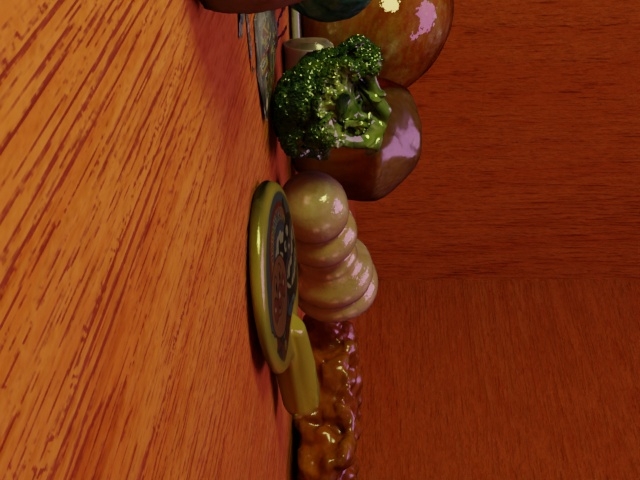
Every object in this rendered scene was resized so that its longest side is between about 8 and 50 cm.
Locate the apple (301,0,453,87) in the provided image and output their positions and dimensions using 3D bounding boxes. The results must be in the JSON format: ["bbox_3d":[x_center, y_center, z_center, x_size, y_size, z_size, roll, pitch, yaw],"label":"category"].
[{"bbox_3d":[0.095,-0.389,1.697,0.309,0.277,0.250,-33,140,-55],"label":"apple"}]

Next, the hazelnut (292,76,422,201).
[{"bbox_3d":[0.063,-0.157,1.531,0.210,0.186,0.210,-50,-158,29],"label":"hazelnut"}]

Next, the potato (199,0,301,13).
[{"bbox_3d":[0.016,-0.317,0.746,0.211,0.264,0.190,94,-12,-69],"label":"potato"}]

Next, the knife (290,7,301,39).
[{"bbox_3d":[-0.036,-0.391,1.503,0.061,0.027,0.343,-90,179,-73],"label":"knife"}]

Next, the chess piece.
[{"bbox_3d":[0.000,0.000,1.403,0.261,0.142,0.143,71,18,-53],"label":"chess piece"}]

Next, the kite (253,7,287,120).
[{"bbox_3d":[-0.062,-0.263,1.237,0.245,0.015,0.141,-83,173,-55],"label":"kite"}]

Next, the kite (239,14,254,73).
[{"bbox_3d":[-0.081,-0.259,1.055,0.153,0.005,0.137,86,6,-45],"label":"kite"}]

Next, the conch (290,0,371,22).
[{"bbox_3d":[-0.010,-0.358,1.189,0.134,0.196,0.202,-66,152,-8],"label":"conch"}]

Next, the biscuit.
[{"bbox_3d":[0.017,0.304,1.601,0.318,0.110,0.312,82,8,-61],"label":"biscuit"}]

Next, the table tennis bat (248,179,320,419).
[{"bbox_3d":[-0.045,0.095,1.194,0.224,0.054,0.369,-84,168,-50],"label":"table tennis bat"}]

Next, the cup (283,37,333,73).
[{"bbox_3d":[-0.025,-0.252,1.442,0.104,0.074,0.116,-135,-139,-54],"label":"cup"}]

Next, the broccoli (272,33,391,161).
[{"bbox_3d":[0.015,-0.185,1.263,0.195,0.156,0.196,-163,-90,-87],"label":"broccoli"}]
